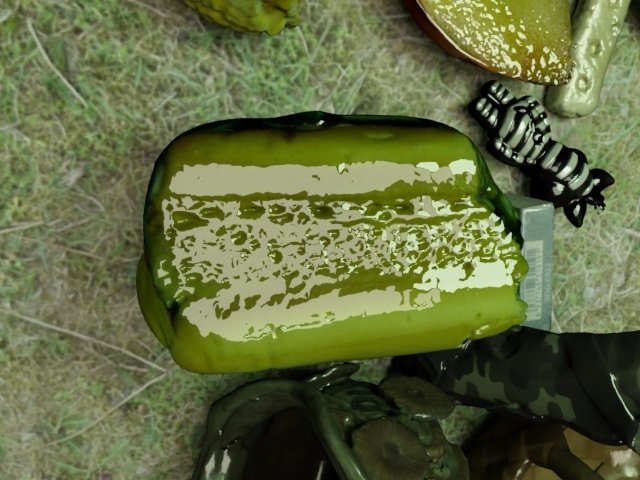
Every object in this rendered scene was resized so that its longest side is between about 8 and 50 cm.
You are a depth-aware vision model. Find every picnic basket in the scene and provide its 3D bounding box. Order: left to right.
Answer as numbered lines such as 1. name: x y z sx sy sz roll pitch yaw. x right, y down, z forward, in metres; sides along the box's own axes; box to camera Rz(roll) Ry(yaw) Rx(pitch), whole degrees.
1. picnic basket: 0.362 0.326 0.756 0.293 0.337 0.337 40 90 -17

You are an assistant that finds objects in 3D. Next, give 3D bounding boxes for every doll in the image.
1. doll: 0.269 -0.106 0.777 0.219 0.067 0.091 40 75 -11

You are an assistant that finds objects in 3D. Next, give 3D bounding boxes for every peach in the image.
1. peach: 0.186 -0.283 0.721 0.189 0.068 0.279 -43 104 -10

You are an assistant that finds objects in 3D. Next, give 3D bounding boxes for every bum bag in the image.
1. bum bag: 0.230 0.149 0.716 0.095 0.341 0.144 -21 108 -48

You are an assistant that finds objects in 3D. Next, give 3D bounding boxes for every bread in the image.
1. bread: 0.000 0.000 0.659 0.377 0.208 0.251 -4 90 -13

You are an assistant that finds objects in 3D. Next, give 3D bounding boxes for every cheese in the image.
1. cheese: 0.333 -0.247 0.777 0.065 0.043 0.194 14 100 -10

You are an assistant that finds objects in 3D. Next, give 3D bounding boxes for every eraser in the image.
1. eraser: 0.246 0.052 0.789 0.046 0.092 0.212 -6 103 -13

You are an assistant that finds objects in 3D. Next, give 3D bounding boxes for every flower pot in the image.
1. flower pot: 0.010 0.269 0.674 0.213 0.302 0.301 21 96 -43

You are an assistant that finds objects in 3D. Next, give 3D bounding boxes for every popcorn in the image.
1. popcorn: -0.072 -0.297 0.623 0.174 0.142 0.173 0 115 0
